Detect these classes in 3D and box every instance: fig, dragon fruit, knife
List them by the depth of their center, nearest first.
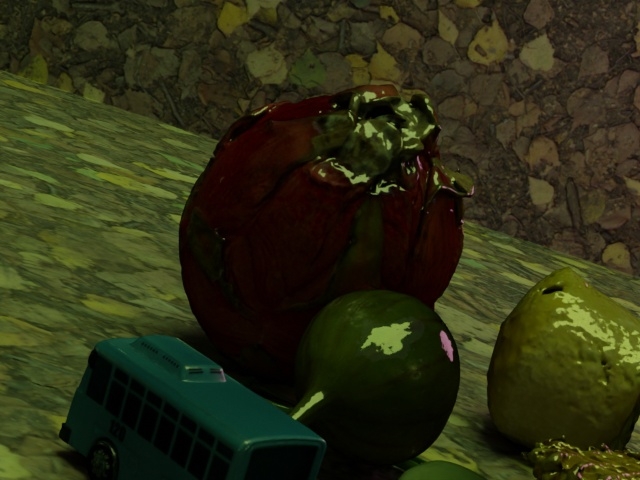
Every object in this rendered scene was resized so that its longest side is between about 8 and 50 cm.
[{"bbox_3d":[0.005,0.124,1.100,0.151,0.151,0.259,26,25,37],"label":"fig"},{"bbox_3d":[0.013,0.170,1.214,0.212,0.015,0.054,23,11,22],"label":"knife"},{"bbox_3d":[0.000,0.000,1.312,0.278,0.277,0.342,19,-29,2],"label":"dragon fruit"}]

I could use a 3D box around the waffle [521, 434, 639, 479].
[{"bbox_3d":[0.276,0.236,1.199,0.193,0.070,0.197,14,8,-23],"label":"waffle"}]

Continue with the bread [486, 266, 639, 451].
[{"bbox_3d":[0.258,0.133,1.391,0.171,0.197,0.197,27,11,15],"label":"bread"}]

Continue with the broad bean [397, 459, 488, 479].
[{"bbox_3d":[0.125,0.219,0.765,0.228,0.100,0.169,41,11,20],"label":"broad bean"}]

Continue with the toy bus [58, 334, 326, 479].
[{"bbox_3d":[-0.091,0.137,0.933,0.090,0.106,0.185,5,16,-46],"label":"toy bus"}]
